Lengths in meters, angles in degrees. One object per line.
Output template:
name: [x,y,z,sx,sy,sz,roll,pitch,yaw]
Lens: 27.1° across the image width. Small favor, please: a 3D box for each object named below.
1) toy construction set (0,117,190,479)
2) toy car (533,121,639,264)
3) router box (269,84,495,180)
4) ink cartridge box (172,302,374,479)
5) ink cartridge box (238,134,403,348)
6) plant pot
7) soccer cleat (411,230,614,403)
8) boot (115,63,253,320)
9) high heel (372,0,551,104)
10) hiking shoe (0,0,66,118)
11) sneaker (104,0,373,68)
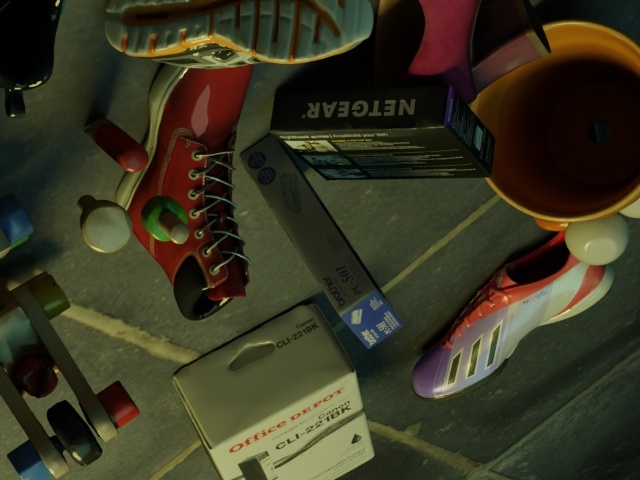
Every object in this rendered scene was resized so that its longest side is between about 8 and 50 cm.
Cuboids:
toy construction set: [-0.260,0.027,1.142,0.257,0.237,0.309,37,91,-28]
toy car: [0.323,-0.076,1.578,0.136,0.159,0.182,26,123,-15]
router box: [0.060,-0.099,1.256,0.179,0.046,0.133,0,163,26]
ink cartridge box: [-0.052,0.221,1.648,0.197,0.114,0.273,-28,149,-9]
ink cartridge box: [0.000,0.000,1.282,0.046,0.207,0.097,-35,150,2]
plant pot: [0.282,-0.120,1.416,0.205,0.205,0.188,-43,164,16]
soccer cleat: [0.239,0.096,1.782,0.318,0.108,0.116,-36,128,10]
boot: [-0.089,-0.050,1.157,0.088,0.176,0.244,-7,140,-35]
high heel: [0.057,-0.210,1.136,0.181,0.127,0.377,-24,146,20]
hiking shoe: [-0.191,-0.229,0.840,0.113,0.132,0.304,-18,147,-25]
sneaker: [-0.058,-0.173,1.042,0.215,0.084,0.083,4,174,20]
